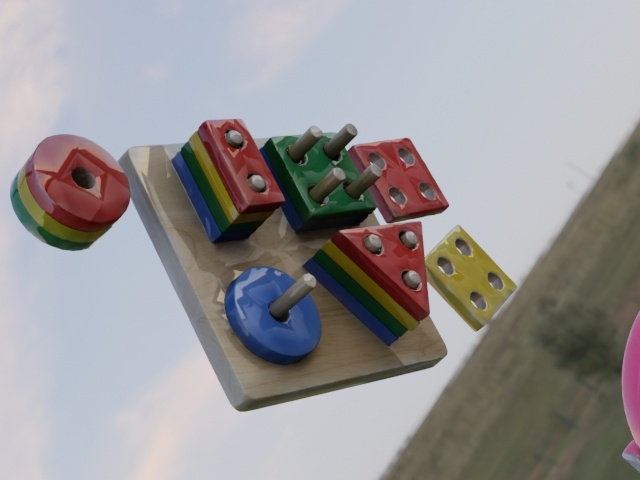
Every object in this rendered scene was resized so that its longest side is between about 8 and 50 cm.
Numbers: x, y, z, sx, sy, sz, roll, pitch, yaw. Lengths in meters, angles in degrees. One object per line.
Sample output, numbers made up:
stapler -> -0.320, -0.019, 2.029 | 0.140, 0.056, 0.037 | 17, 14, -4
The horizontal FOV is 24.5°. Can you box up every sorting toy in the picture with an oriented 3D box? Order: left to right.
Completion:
sorting toy -> 0.000, 0.000, 0.684 | 0.275, 0.132, 0.046 | -7, -28, -45

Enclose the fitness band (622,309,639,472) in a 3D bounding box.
fitness band -> 0.367, 0.142, 1.205 | 0.209, 0.291, 0.054 | -53, 16, -6
